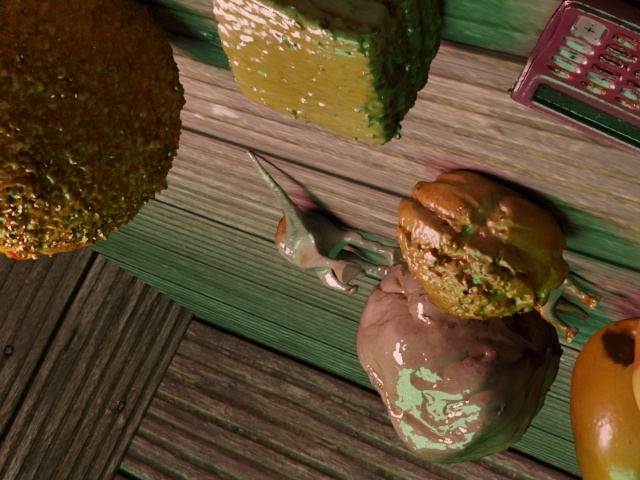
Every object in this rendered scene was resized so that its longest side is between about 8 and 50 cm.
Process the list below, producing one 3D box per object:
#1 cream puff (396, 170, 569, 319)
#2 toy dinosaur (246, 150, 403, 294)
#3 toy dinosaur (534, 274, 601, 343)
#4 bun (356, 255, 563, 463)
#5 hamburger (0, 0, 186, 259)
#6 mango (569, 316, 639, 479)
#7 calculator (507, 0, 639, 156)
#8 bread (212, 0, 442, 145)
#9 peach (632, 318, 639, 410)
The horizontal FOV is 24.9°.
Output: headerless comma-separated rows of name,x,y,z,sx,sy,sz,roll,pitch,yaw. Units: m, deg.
cream puff,0.156,0.014,1.458,0.189,0.129,0.189,28,170,6
toy dinosaur,0.000,0.000,1.936,0.205,0.092,0.393,23,174,43
toy dinosaur,0.245,0.053,1.659,0.142,0.057,0.212,35,171,13
bun,0.185,0.141,1.794,0.281,0.282,0.204,31,144,-28
hamburger,-0.269,-0.120,1.379,0.276,0.294,0.179,46,177,-31
mango,0.378,0.215,1.666,0.182,0.253,0.365,-9,174,6
calculator,0.202,-0.109,0.970,0.126,0.034,0.190,26,165,2
bread,0.008,-0.152,1.028,0.138,0.102,0.196,21,167,14
peach,0.367,0.113,1.301,0.184,0.184,0.184,25,170,5
